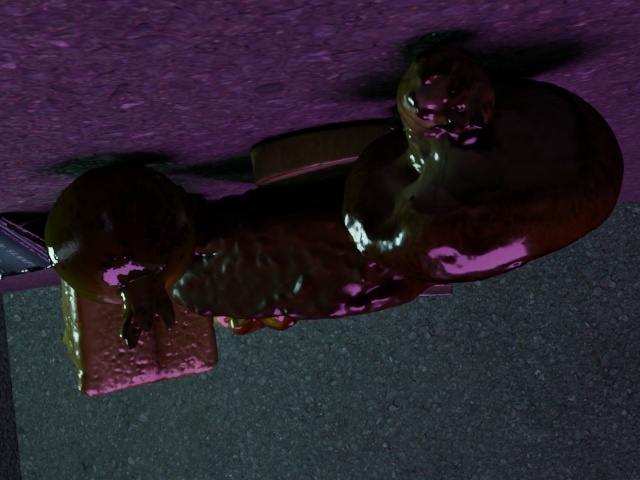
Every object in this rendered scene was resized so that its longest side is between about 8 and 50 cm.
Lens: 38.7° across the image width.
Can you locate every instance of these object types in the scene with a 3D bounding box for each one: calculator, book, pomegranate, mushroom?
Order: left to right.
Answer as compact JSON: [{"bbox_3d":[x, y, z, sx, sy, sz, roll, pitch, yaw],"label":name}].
[{"bbox_3d":[-0.581,0.014,1.630,0.274,0.028,0.166,-10,144,40],"label":"calculator"},{"bbox_3d":[-0.262,0.018,1.182,0.198,0.245,0.198,7,160,2],"label":"pomegranate"},{"bbox_3d":[0.117,0.101,2.004,0.264,0.031,0.379,-2,180,-8],"label":"book"},{"bbox_3d":[0.161,-0.087,0.907,0.267,0.254,0.267,8,-146,-6],"label":"mushroom"}]

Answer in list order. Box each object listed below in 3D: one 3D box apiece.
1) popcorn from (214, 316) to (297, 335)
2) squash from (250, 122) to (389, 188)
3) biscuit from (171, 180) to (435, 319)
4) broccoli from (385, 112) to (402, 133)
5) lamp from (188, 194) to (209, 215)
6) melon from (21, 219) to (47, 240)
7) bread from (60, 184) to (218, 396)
[{"bbox_3d":[-0.161,0.062,1.907,0.332,0.225,0.265,35,127,-17],"label":"popcorn"},{"bbox_3d":[0.035,-0.112,1.223,0.252,0.048,0.252,-8,176,0],"label":"squash"},{"bbox_3d":[0.000,0.000,1.356,0.395,0.166,0.343,-3,-168,30],"label":"biscuit"},{"bbox_3d":[0.125,-0.116,1.077,0.092,0.096,0.095,10,-147,34],"label":"broccoli"},{"bbox_3d":[-0.312,-0.008,1.621,0.253,0.118,0.118,-13,175,18],"label":"lamp"},{"bbox_3d":[-0.486,-0.005,1.663,0.160,0.079,0.128,13,159,14],"label":"melon"},{"bbox_3d":[-0.315,0.045,1.514,0.233,0.361,0.245,-10,-155,-20],"label":"bread"}]
